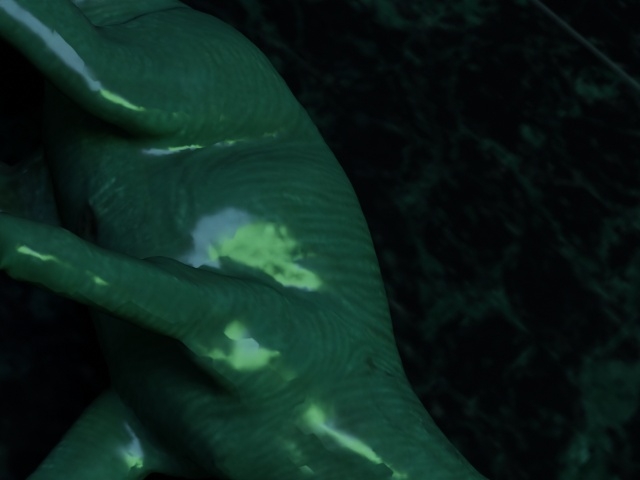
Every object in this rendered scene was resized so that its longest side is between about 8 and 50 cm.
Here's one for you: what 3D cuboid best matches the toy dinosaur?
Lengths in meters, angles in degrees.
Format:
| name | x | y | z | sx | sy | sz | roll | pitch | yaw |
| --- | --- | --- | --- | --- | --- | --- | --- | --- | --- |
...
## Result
| name | x | y | z | sx | sy | sz | roll | pitch | yaw |
| --- | --- | --- | --- | --- | --- | --- | --- | --- | --- |
| toy dinosaur | 0.000 | 0.000 | 0.661 | 0.331 | 0.129 | 0.383 | 4 | 54 | -32 |
